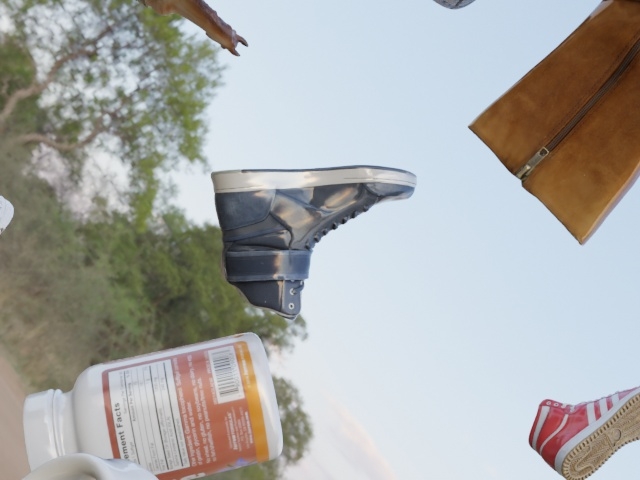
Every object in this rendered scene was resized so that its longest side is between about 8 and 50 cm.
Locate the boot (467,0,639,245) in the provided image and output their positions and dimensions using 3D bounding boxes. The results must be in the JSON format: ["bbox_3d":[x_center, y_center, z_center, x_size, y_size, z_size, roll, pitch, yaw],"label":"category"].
[{"bbox_3d":[0.288,-0.109,0.628,0.264,0.280,0.096,47,10,25],"label":"boot"}]

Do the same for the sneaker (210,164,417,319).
[{"bbox_3d":[-0.001,0.000,0.892,0.086,0.226,0.164,-179,-95,-78],"label":"sneaker"}]

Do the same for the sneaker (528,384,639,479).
[{"bbox_3d":[0.221,0.141,0.659,0.042,0.118,0.067,65,-14,-19],"label":"sneaker"}]

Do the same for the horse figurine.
[{"bbox_3d":[-0.184,-0.310,0.831,0.174,0.066,0.263,41,-17,41],"label":"horse figurine"}]

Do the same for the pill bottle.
[{"bbox_3d":[-0.150,0.163,0.751,0.121,0.216,0.121,169,-90,-81],"label":"pill bottle"}]

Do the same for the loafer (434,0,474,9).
[{"bbox_3d":[0.113,-0.366,0.898,0.302,0.109,0.095,28,28,-59],"label":"loafer"}]

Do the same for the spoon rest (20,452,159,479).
[{"bbox_3d":[-0.213,0.231,0.563,0.137,0.276,0.084,31,25,-49],"label":"spoon rest"}]

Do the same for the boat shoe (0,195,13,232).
[{"bbox_3d":[-0.501,0.048,1.068,0.098,0.277,0.096,47,7,23],"label":"boat shoe"}]
